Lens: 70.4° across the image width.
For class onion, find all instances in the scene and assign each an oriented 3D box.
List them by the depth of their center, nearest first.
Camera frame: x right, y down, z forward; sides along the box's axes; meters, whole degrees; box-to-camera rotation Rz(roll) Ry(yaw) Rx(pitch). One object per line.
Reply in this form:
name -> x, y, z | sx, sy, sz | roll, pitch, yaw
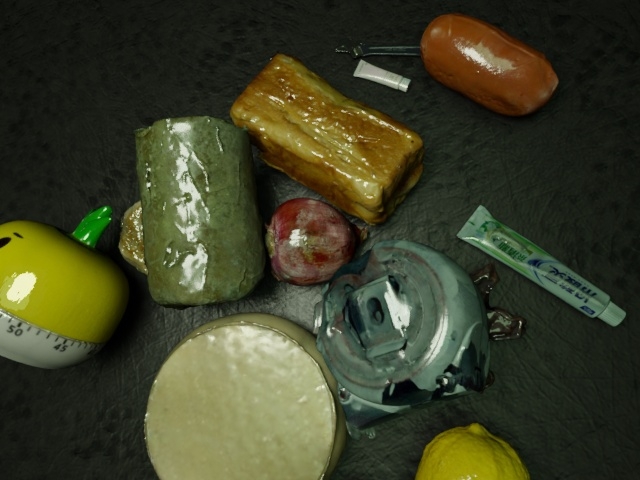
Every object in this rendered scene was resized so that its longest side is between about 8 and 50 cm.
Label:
onion -> 0.000, 0.000, 0.800 | 0.195, 0.159, 0.159 | -6, 79, -20

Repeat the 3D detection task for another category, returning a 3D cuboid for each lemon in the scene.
lemon -> 0.229, 0.387, 0.693 | 0.181, 0.180, 0.193 | 2, 58, 7

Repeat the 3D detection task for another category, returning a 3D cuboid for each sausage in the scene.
sausage -> 0.301, -0.318, 0.825 | 0.258, 0.133, 0.133 | 35, 86, 10

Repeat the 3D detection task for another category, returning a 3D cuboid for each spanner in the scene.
spanner -> 0.133, -0.385, 0.911 | 0.209, 0.012, 0.046 | 3, 80, 7

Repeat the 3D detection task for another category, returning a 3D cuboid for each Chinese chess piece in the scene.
Chinese chess piece -> -0.121, 0.290, 0.764 | 0.339, 0.140, 0.337 | -1, 81, 8

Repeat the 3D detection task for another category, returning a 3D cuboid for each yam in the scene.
yam -> -0.195, -0.035, 0.753 | 0.195, 0.195, 0.299 | -5, 90, 5

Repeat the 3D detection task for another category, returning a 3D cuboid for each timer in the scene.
timer -> -0.444, 0.051, 0.780 | 0.286, 0.285, 0.284 | -1, 81, 6

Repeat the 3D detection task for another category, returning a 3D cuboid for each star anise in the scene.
star anise -> 0.238, 0.154, 0.769 | 0.214, 0.099, 0.219 | -11, 80, 14

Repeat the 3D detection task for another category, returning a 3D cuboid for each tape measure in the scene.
tape measure -> 0.121, 0.134, 0.698 | 0.256, 0.147, 0.274 | -30, 56, 25

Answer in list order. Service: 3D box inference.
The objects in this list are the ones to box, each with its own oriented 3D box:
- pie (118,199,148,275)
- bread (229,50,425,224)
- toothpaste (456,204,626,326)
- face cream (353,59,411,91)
pie -> -0.284, -0.012, 0.861 | 0.194, 0.079, 0.163 | -22, 84, -6
bread -> 0.015, -0.180, 0.823 | 0.344, 0.148, 0.195 | 36, 75, 11
toothpaste -> 0.386, 0.047, 0.797 | 0.297, 0.048, 0.074 | 36, 87, 13
face cream -> 0.122, -0.324, 0.898 | 0.115, 0.020, 0.038 | 24, 85, 12
